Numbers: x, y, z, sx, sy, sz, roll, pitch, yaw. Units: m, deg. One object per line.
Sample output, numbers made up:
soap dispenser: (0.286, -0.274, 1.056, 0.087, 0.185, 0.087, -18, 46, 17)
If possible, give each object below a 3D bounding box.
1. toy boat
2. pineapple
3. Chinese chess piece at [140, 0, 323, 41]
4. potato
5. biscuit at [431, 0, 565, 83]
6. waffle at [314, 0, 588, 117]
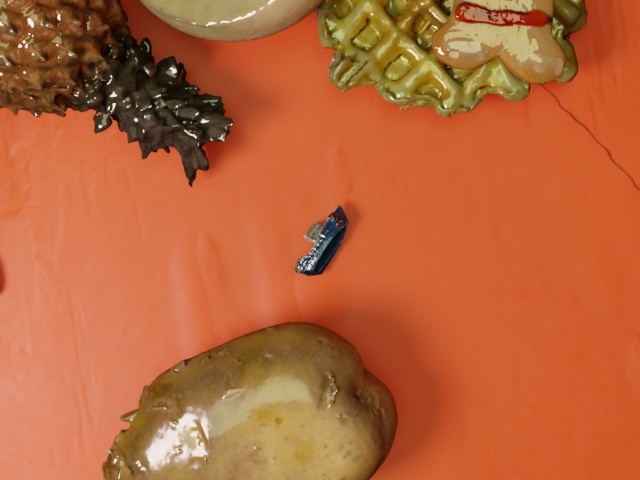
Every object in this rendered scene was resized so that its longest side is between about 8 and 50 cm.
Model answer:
toy boat: (0.000, 0.000, 1.354, 0.038, 0.038, 0.083, 33, 90, 0)
pineapple: (-0.250, -0.183, 1.280, 0.362, 0.202, 0.202, 37, 89, -12)
Chinese chess piece: (-0.085, -0.318, 1.271, 0.250, 0.101, 0.250, 0, 92, 18)
potato: (-0.073, 0.190, 1.300, 0.296, 0.141, 0.192, -22, 106, -2)
biscuit: (0.182, -0.277, 1.286, 0.153, 0.030, 0.234, 9, 92, -4)
waffle: (0.129, -0.281, 1.337, 0.297, 0.073, 0.317, -4, 87, 0)
